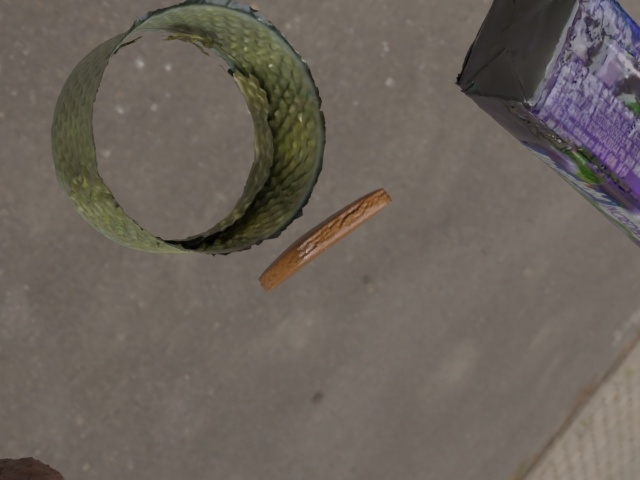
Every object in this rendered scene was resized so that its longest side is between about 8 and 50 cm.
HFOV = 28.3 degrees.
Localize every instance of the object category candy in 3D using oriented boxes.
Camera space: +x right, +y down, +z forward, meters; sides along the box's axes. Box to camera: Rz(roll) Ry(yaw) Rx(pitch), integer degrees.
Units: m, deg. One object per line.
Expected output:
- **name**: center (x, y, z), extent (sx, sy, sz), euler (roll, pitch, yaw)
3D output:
- **candy**: center (0.190, -0.057, 0.760), extent (0.312, 0.061, 0.088), euler (32, 82, -47)

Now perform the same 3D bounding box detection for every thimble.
- **thimble**: center (-0.143, -0.117, 1.369), extent (0.271, 0.150, 0.270), euler (1, 88, -30)

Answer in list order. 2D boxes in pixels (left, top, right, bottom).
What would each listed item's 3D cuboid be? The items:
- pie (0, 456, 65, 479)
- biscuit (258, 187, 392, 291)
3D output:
- **pie**: center (-0.380, 0.288, 1.356), extent (0.219, 0.204, 0.054), euler (-10, 101, -10)
- **biscuit**: center (0.000, 0.000, 1.816), extent (0.192, 0.036, 0.186), euler (-34, 176, -29)
